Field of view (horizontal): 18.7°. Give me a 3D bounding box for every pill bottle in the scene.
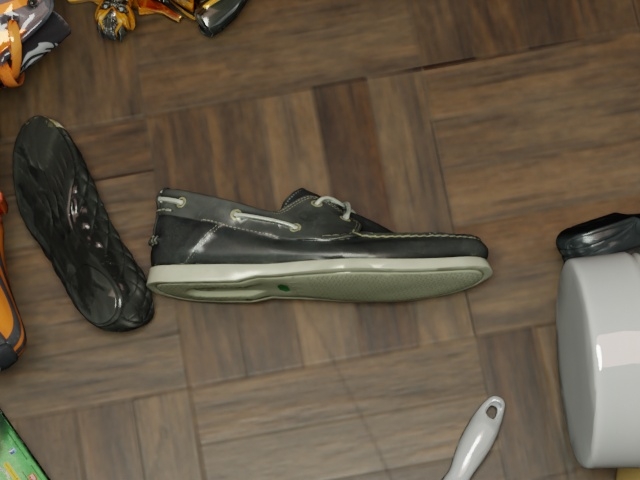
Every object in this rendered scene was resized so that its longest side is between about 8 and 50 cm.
[{"bbox_3d":[0.302,0.068,1.242,0.283,0.161,0.161,-4,74,-3],"label":"pill bottle"}]

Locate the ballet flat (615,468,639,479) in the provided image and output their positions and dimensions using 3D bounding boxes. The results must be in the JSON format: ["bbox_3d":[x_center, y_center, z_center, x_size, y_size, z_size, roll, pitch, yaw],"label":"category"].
[{"bbox_3d":[0.250,0.231,1.248,0.080,0.073,0.232,-15,74,-3],"label":"ballet flat"}]

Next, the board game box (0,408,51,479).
[{"bbox_3d":[-0.261,0.164,1.303,0.136,0.030,0.260,-35,76,-10],"label":"board game box"}]

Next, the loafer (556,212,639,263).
[{"bbox_3d":[0.248,0.001,1.327,0.170,0.062,0.061,-16,97,1],"label":"loafer"}]

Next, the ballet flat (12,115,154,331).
[{"bbox_3d":[-0.168,-0.010,1.349,0.057,0.049,0.173,-33,69,21],"label":"ballet flat"}]

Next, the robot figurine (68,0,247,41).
[{"bbox_3d":[-0.122,-0.285,1.395,0.211,0.085,0.291,10,75,5],"label":"robot figurine"}]

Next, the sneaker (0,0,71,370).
[{"bbox_3d":[-0.233,-0.080,1.300,0.180,0.124,0.321,-26,82,-16],"label":"sneaker"}]

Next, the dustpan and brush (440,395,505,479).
[{"bbox_3d":[0.073,0.196,1.278,0.147,0.060,0.211,29,83,-2],"label":"dustpan and brush"}]

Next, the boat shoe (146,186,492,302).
[{"bbox_3d":[0.000,0.000,1.314,0.233,0.084,0.079,2,72,4],"label":"boat shoe"}]
